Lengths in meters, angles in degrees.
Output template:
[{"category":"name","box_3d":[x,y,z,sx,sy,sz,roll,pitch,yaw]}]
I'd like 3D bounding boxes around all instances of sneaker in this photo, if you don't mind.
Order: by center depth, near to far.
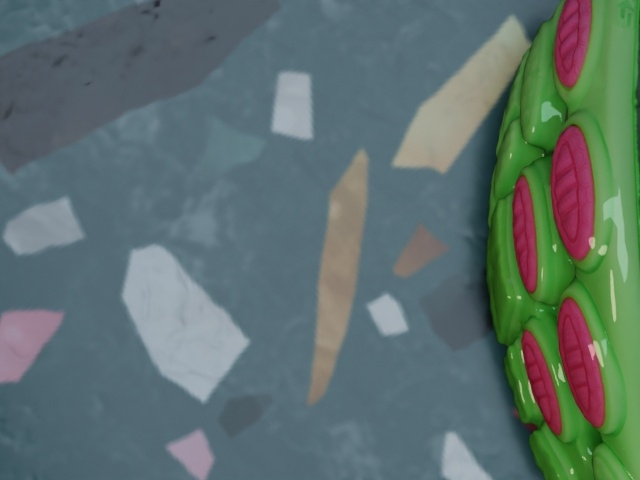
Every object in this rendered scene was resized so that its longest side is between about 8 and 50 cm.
[{"category":"sneaker","box_3d":[0.223,0.091,0.634,0.202,0.185,0.482,-19,89,-13]}]
